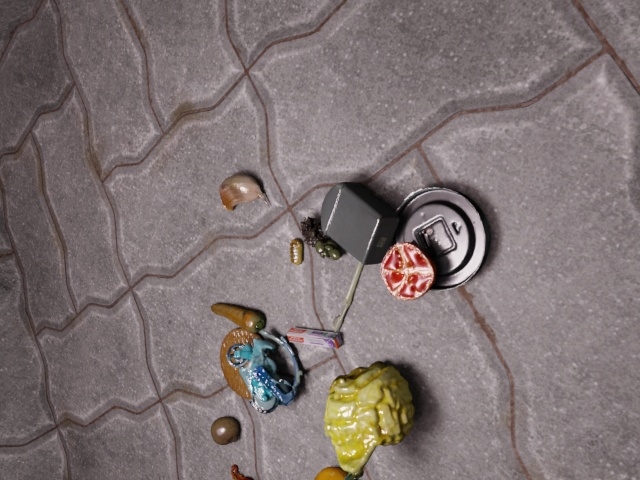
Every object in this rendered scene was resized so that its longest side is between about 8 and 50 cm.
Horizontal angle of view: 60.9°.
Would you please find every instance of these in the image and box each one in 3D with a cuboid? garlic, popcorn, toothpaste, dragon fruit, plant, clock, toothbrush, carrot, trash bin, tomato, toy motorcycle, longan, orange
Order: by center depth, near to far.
[{"bbox_3d":[0.239,0.082,1.440,0.156,0.069,0.155,2,94,35],"label":"tomato"},{"bbox_3d":[0.315,-0.006,1.451,0.281,0.055,0.280,4,97,37],"label":"clock"},{"bbox_3d":[0.129,0.478,1.535,0.293,0.293,0.237,-36,79,34],"label":"popcorn"},{"bbox_3d":[0.103,-0.057,1.549,0.236,0.101,0.176,43,122,42],"label":"trash bin"},{"bbox_3d":[0.093,0.155,1.658,0.028,0.026,0.294,44,120,43],"label":"toothbrush"},{"bbox_3d":[0.000,0.000,1.681,0.087,0.085,0.174,-42,72,4],"label":"plant"},{"bbox_3d":[0.040,0.791,1.701,0.155,0.134,0.154,-2,86,37],"label":"orange"},{"bbox_3d":[-0.020,0.314,1.743,0.196,0.040,0.047,0,119,38],"label":"toothpaste"},{"bbox_3d":[-0.174,0.428,1.801,0.260,0.206,0.154,58,168,16],"label":"toy motorcycle"},{"bbox_3d":[-0.263,-0.166,1.873,0.198,0.090,0.128,-4,108,31],"label":"garlic"},{"bbox_3d":[-0.319,0.265,1.963,0.298,0.078,0.078,11,101,41],"label":"carrot"},{"bbox_3d":[-0.282,0.904,2.003,0.190,0.094,0.094,32,115,54],"label":"dragon fruit"},{"bbox_3d":[-0.352,0.708,2.020,0.114,0.092,0.113,0,92,13],"label":"longan"}]

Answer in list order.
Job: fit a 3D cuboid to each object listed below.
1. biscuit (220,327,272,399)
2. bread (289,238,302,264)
[{"bbox_3d":[-0.264,0.440,1.956,0.262,0.037,0.261,5,98,38],"label":"biscuit"},{"bbox_3d":[-0.081,0.038,1.774,0.049,0.034,0.087,10,102,43],"label":"bread"}]
